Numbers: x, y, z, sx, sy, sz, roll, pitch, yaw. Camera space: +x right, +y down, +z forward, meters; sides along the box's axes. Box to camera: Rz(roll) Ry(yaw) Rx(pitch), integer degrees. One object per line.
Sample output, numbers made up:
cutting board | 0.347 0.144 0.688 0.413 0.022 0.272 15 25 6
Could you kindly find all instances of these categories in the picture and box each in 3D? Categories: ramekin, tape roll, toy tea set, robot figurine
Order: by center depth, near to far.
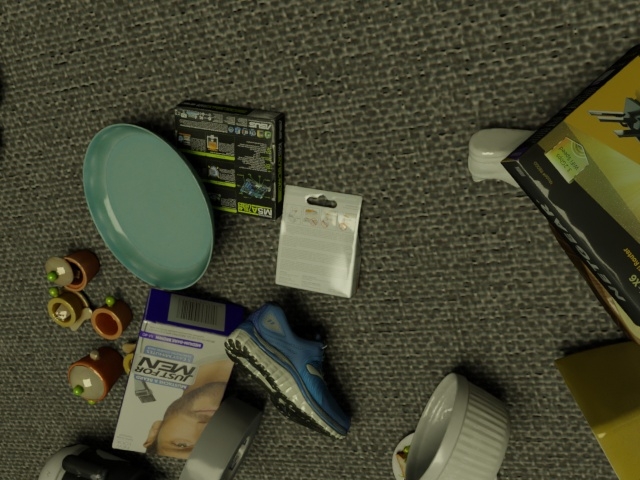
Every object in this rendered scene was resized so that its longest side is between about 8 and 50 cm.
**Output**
ramekin | 0.234 0.339 1.278 0.109 0.207 0.207 24 121 0
tape roll | -0.195 0.416 1.475 0.072 0.219 0.219 26 121 7
toy tea set | -0.476 0.187 1.537 0.200 0.124 0.336 -22 104 29
robot figurine | -0.494 0.562 1.697 0.278 0.173 0.209 16 101 15

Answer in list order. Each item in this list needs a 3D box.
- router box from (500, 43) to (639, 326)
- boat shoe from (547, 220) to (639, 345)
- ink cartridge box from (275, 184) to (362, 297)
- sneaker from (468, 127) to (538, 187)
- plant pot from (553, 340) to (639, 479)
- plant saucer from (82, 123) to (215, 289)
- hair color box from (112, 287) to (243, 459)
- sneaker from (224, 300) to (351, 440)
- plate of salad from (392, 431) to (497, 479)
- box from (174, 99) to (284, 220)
router box | 0.435 -0.069 1.009 0.243 0.081 0.309 -42 95 2
boat shoe | 0.425 0.023 1.117 0.089 0.104 0.285 -35 106 8
ink cartridge box | 0.000 0.000 1.317 0.145 0.045 0.179 10 99 19
sneaker | 0.324 -0.113 1.111 0.212 0.080 0.094 5 139 13
plant pot | 0.502 0.264 1.128 0.187 0.212 0.212 -30 106 11
plant saucer | -0.304 -0.062 1.367 0.317 0.044 0.317 17 123 29
hair color box | -0.279 0.268 1.471 0.185 0.110 0.339 13 123 -13
sneaker | -0.026 0.237 1.372 0.130 0.147 0.330 8 142 47
plate of salad | 0.228 0.441 1.415 0.200 0.048 0.200 9 116 18
box | -0.156 -0.138 1.303 0.191 0.045 0.184 10 120 18
